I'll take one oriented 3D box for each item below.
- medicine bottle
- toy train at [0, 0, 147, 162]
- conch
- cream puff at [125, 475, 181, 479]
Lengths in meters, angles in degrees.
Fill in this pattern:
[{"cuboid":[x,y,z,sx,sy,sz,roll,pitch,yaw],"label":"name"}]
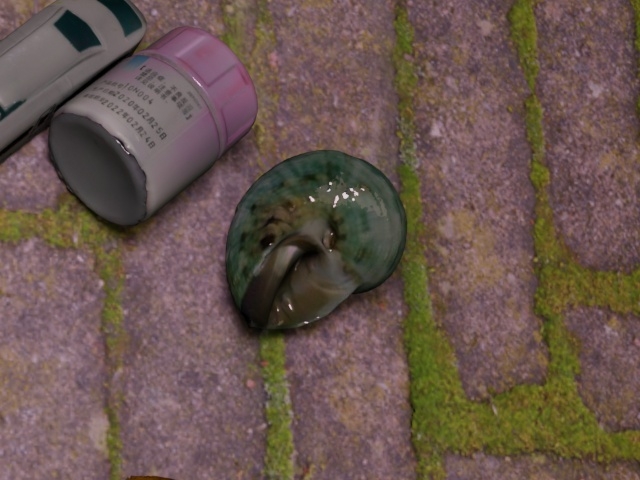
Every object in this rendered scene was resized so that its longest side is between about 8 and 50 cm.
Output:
[{"cuboid":[-0.154,-0.108,1.746,0.168,0.135,0.135,-41,95,-33],"label":"medicine bottle"},{"cuboid":[-0.294,-0.129,1.700,0.086,0.088,0.407,45,56,1],"label":"toy train"},{"cuboid":[-0.004,0.000,1.805,0.188,0.122,0.175,3,92,-27],"label":"conch"},{"cuboid":[-0.123,0.309,1.603,0.244,0.196,0.244,26,56,-45],"label":"cream puff"}]
